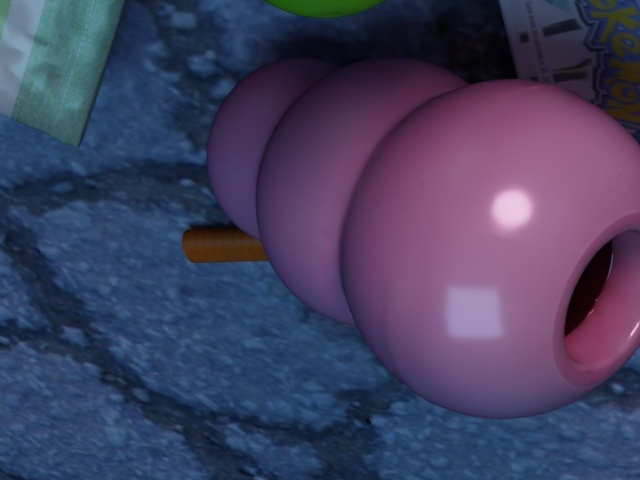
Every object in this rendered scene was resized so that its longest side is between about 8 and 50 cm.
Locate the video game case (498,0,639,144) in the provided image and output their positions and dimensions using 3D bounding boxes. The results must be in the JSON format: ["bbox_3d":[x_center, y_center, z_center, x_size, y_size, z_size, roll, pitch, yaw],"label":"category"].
[{"bbox_3d":[0.265,-0.106,1.025,0.300,0.036,0.329,2,135,23],"label":"video game case"}]

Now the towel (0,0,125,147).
[{"bbox_3d":[-0.274,-0.224,1.106,0.325,0.038,0.248,23,125,-2],"label":"towel"}]

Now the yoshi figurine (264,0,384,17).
[{"bbox_3d":[-0.031,-0.241,0.726,0.203,0.203,0.362,-35,116,9],"label":"yoshi figurine"}]

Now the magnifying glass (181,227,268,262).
[{"bbox_3d":[0.000,0.000,1.279,0.231,0.026,0.092,-4,134,26],"label":"magnifying glass"}]

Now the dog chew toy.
[{"bbox_3d":[0.055,-0.023,1.071,0.332,0.206,0.206,26,149,39],"label":"dog chew toy"}]
